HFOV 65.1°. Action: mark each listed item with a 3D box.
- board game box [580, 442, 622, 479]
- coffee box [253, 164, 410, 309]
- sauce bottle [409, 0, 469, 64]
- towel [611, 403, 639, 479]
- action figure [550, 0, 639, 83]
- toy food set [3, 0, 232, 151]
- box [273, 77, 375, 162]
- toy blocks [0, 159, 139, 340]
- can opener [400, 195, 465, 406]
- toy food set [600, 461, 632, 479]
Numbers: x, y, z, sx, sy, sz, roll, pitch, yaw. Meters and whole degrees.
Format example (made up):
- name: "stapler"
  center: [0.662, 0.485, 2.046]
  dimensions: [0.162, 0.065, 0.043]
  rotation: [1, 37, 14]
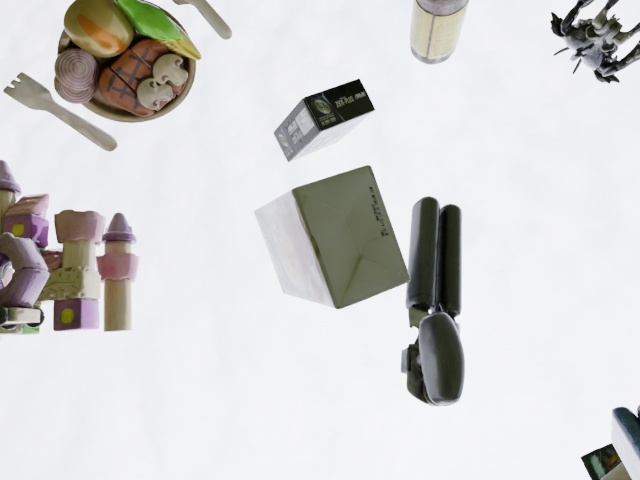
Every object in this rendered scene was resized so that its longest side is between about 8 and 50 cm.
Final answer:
- name: "board game box"
  center: [0.463, 0.367, 0.696]
  dimensions: [0.126, 0.026, 0.186]
  rotation: [-38, -148, 24]
- name: "coffee box"
  center: [0.000, 0.000, 0.651]
  dimensions: [0.098, 0.246, 0.141]
  rotation: [-20, -87, -17]
- name: "sauce bottle"
  center: [0.236, -0.472, 0.969]
  dimensions: [0.112, 0.344, 0.111]
  rotation: [-1, -100, 5]
- name: "towel"
  center: [0.211, 0.157, 0.286]
  dimensions: [0.029, 0.067, 0.119]
  rotation: [-21, -136, 9]
- name: "action figure"
  center: [0.455, -0.333, 0.751]
  dimensions: [0.141, 0.276, 0.164]
  rotation: [-38, -89, 7]
- name: "toy food set"
  center: [-0.180, -0.162, 0.467]
  dimensions: [0.192, 0.132, 0.038]
  rotation: [-40, -131, 13]
- name: "box"
  center: [0.004, -0.253, 1.071]
  dimensions: [0.148, 0.180, 0.077]
  rotation: [-27, -89, -27]
- name: "toy blocks"
  center: [-0.436, 0.001, 0.685]
  dimensions: [0.289, 0.309, 0.259]
  rotation: [-5, -101, 5]
- name: "can opener"
  center: [0.156, 0.064, 0.631]
  dimensions: [0.076, 0.095, 0.283]
  rotation: [17, -117, -16]
- name: "toy food set"
  center: [0.344, 0.372, 0.505]
  dimensions: [0.220, 0.092, 0.306]
  rotation: [-37, -80, -3]
